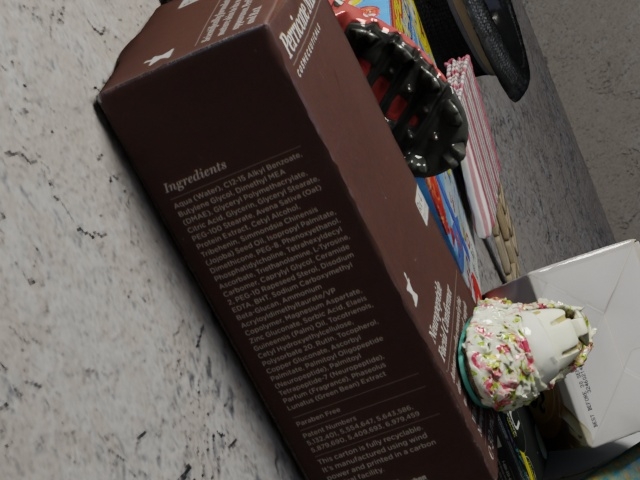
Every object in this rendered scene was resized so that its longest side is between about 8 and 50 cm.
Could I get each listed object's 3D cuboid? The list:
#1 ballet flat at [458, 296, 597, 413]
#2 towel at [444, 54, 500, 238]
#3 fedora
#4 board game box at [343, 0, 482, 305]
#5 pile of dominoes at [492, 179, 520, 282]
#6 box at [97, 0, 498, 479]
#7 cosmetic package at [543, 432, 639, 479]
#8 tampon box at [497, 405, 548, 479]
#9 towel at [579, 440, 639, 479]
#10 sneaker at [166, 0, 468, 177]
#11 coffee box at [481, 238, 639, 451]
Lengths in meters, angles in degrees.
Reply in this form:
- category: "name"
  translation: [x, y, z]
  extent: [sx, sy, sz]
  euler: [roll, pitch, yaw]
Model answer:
- category: "ballet flat"
  translation: [0.164, 0.076, 1.237]
  extent: [0.241, 0.077, 0.091]
  euler: [-14, 84, -73]
- category: "towel"
  translation: [0.153, -0.099, 1.658]
  extent: [0.197, 0.029, 0.144]
  euler: [-70, 144, -66]
- category: "fedora"
  translation: [0.122, -0.299, 1.891]
  extent: [0.334, 0.152, 0.334]
  euler: [57, 20, -35]
- category: "board game box"
  translation: [0.067, -0.107, 1.541]
  extent: [0.308, 0.086, 0.302]
  euler: [-91, 163, -47]
- category: "pile of dominoes"
  translation: [0.217, -0.053, 2.149]
  extent: [0.196, 0.040, 0.251]
  euler: [-79, 153, -62]
- category: "box"
  translation: [0.000, 0.000, 1.180]
  extent: [0.381, 0.143, 0.191]
  euler: [61, 18, -21]
- category: "cosmetic package"
  translation: [0.337, 0.388, 1.653]
  extent: [0.156, 0.217, 0.385]
  euler: [-26, 97, -73]
- category: "tampon box"
  translation: [0.132, 0.180, 1.439]
  extent: [0.161, 0.101, 0.120]
  euler: [-48, 117, -72]
- category: "towel"
  translation: [0.325, 0.318, 1.486]
  extent: [0.370, 0.040, 0.271]
  euler: [-24, 94, -33]
- category: "sneaker"
  translation: [0.003, -0.150, 1.297]
  extent: [0.276, 0.098, 0.135]
  euler: [35, 6, -3]
- category: "coffee box"
  translation: [0.232, 0.114, 1.576]
  extent: [0.297, 0.118, 0.168]
  euler: [143, -71, -75]
